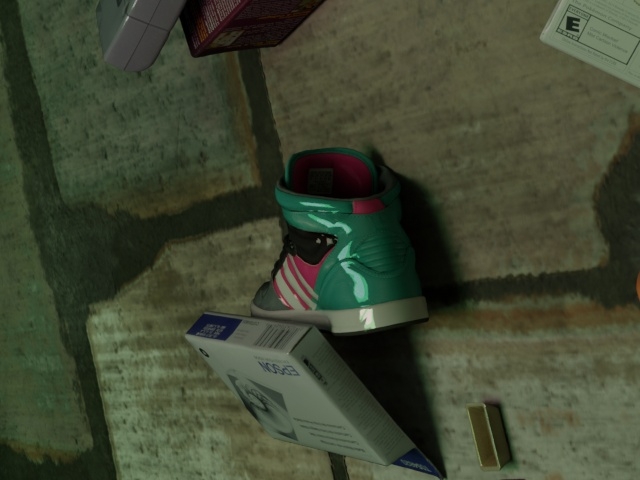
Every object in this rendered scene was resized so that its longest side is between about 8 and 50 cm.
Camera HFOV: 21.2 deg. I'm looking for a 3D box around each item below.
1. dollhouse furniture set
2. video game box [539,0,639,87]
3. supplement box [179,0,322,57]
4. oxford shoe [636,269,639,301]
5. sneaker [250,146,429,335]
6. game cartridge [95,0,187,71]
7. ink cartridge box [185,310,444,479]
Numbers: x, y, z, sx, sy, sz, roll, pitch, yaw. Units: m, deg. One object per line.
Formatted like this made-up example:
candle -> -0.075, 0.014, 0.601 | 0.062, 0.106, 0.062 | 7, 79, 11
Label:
dollhouse furniture set -> 0.127, 0.212, 1.587 | 0.091, 0.081, 0.114 | -14, 89, 60
video game box -> 0.271, -0.165, 1.118 | 0.205, 0.048, 0.187 | 26, 138, 3
supplement box -> -0.060, -0.257, 1.696 | 0.188, 0.104, 0.080 | -34, 71, 58
oxford shoe -> 0.347, 0.044, 0.958 | 0.364, 0.130, 0.132 | 21, 132, 31
sneaker -> 0.000, 0.000, 1.679 | 0.295, 0.124, 0.178 | -5, 94, 63
game cartridge -> -0.146, -0.324, 1.721 | 0.297, 0.062, 0.198 | -63, 26, 22
ink cartridge box -> -0.010, 0.167, 1.723 | 0.224, 0.045, 0.223 | 49, 158, -22
